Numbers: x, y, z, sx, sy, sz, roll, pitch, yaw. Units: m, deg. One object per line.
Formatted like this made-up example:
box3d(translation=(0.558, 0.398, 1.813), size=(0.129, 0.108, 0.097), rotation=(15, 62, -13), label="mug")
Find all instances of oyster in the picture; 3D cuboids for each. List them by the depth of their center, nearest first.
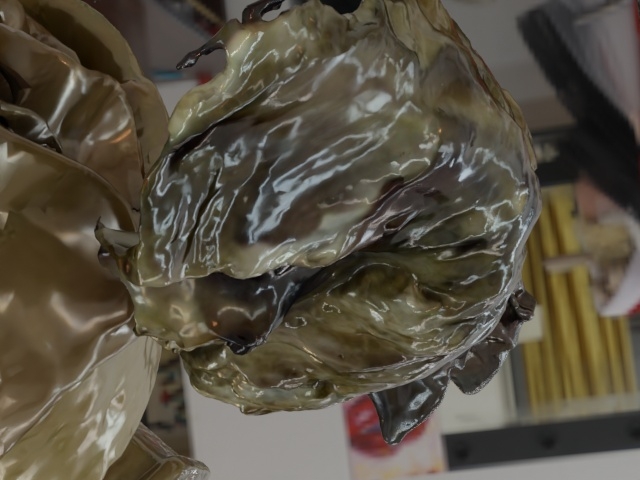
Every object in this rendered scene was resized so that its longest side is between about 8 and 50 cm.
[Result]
box3d(translation=(-0.002, 0.006, 0.442), size=(0.166, 0.094, 0.294), rotation=(-33, 169, 7), label="oyster")

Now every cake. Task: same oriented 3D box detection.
box3d(translation=(-0.216, -0.051, 0.598), size=(0.332, 0.332, 0.321), rotation=(-5, 141, -14), label="cake")

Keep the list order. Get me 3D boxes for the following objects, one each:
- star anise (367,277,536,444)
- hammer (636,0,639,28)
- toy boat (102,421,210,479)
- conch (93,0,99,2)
box3d(translation=(0.044, -0.012, 0.779), size=(0.109, 0.236, 0.223), rotation=(-30, 132, 35), label="star anise")
box3d(translation=(0.321, -0.345, 1.199), size=(0.111, 0.365, 0.043), rotation=(-5, 164, 16), label="hammer")
box3d(translation=(-0.156, 0.192, 0.855), size=(0.188, 0.061, 0.116), rotation=(-48, 169, -5), label="toy boat")
box3d(translation=(-0.188, -0.273, 1.157), size=(0.079, 0.201, 0.095), rotation=(4, 144, -19), label="conch")
